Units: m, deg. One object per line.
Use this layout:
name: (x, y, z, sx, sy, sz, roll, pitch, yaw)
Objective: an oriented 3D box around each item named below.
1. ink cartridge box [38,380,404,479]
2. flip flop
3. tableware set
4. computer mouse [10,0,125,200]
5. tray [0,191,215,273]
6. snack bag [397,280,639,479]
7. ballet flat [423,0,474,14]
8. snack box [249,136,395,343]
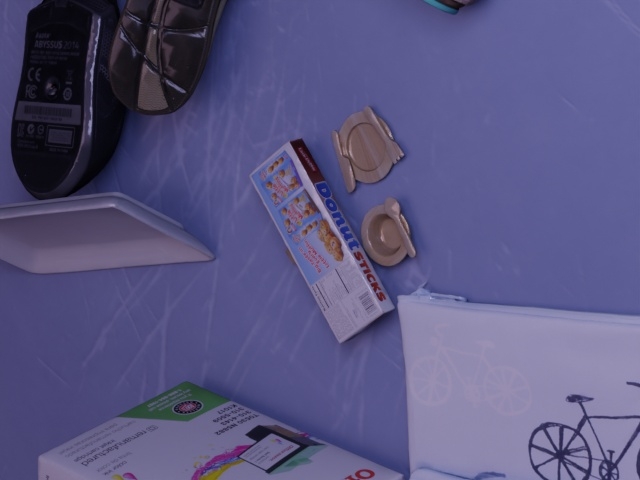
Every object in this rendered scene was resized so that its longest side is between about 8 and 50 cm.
ink cartridge box: (-0.088, 0.251, 1.795, 0.278, 0.201, 0.117, 19, 120, 36)
flip flop: (-0.112, -0.245, 1.804, 0.112, 0.080, 0.277, 23, 105, 2)
tableware set: (0.020, -0.032, 1.780, 0.168, 0.020, 0.141, -25, 82, 39)
computer mouse: (-0.228, -0.170, 1.935, 0.188, 0.072, 0.272, 13, 94, 40)
tray: (-0.242, -0.010, 1.937, 0.270, 0.145, 0.030, -5, 67, 41)
snack bag: (0.200, 0.215, 1.666, 0.323, 0.037, 0.343, 4, 101, 40)
ballet flat: (0.018, -0.306, 1.670, 0.316, 0.107, 0.106, 32, 106, 15)
snack box: (0.000, 0.000, 1.775, 0.064, 0.022, 0.178, -38, 75, 41)
